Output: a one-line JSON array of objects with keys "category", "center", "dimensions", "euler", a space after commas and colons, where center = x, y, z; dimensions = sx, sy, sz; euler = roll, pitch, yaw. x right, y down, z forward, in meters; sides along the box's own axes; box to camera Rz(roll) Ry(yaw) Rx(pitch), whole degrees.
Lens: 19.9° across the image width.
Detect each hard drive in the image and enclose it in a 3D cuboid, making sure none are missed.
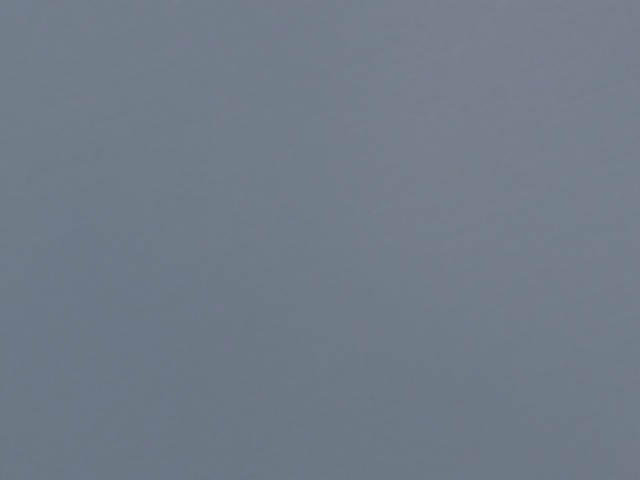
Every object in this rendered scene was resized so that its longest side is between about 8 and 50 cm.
[{"category": "hard drive", "center": [0.000, 0.000, 0.448], "dimensions": [0.353, 0.047, 0.233], "euler": [-19, 98, 0]}]
